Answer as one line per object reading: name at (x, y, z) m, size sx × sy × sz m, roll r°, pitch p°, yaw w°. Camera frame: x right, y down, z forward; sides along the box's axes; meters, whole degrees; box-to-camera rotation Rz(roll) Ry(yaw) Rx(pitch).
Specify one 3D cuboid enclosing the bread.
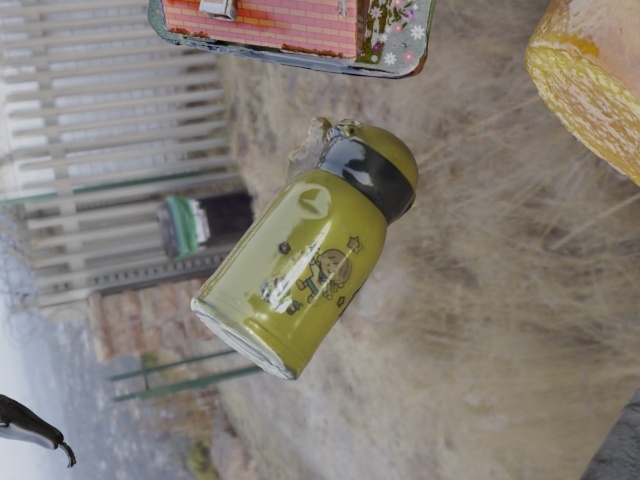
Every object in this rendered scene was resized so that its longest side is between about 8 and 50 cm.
bread at (0.362, -0.175, 0.988) m, size 0.312 × 0.172 × 0.312 m, roll 42°, pitch 178°, yaw 2°

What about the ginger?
ginger at (0.063, -0.123, 1.792) m, size 0.123 × 0.270 × 0.218 m, roll -22°, pitch -54°, yaw -81°

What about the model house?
model house at (-0.037, -0.276, 0.870) m, size 0.154 × 0.294 × 0.207 m, roll -15°, pitch -64°, yaw -79°

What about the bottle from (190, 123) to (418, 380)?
bottle at (0.000, 0.000, 1.228) m, size 0.171 × 0.351 × 0.171 m, roll 35°, pitch 166°, yaw 10°

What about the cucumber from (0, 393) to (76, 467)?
cucumber at (-0.293, 0.158, 0.834) m, size 0.039 × 0.163 × 0.043 m, roll -65°, pitch -4°, yaw -84°

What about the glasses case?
glasses case at (0.295, 0.218, 0.825) m, size 0.114 × 0.299 × 0.060 m, roll 19°, pitch 114°, yaw 27°
